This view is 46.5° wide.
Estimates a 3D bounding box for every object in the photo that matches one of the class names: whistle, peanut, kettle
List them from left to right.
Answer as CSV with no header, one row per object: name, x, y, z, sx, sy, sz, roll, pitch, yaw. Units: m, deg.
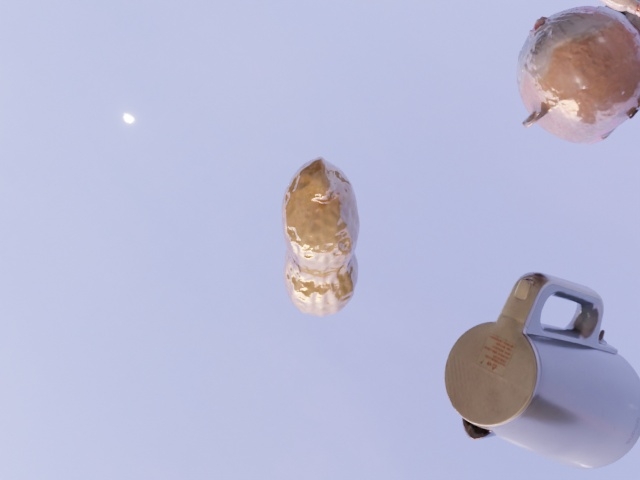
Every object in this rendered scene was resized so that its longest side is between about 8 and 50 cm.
peanut,0.000,0.000,0.714,0.082,0.187,0.082,-1,-130,1
kettle,0.269,0.150,0.867,0.160,0.243,0.210,31,-86,46
whistle,0.390,-0.259,0.985,0.348,0.189,0.189,-37,-120,-12

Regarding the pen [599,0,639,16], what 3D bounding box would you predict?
pen,0.257,-0.292,0.790,0.218,0.026,0.026,39,-95,19
